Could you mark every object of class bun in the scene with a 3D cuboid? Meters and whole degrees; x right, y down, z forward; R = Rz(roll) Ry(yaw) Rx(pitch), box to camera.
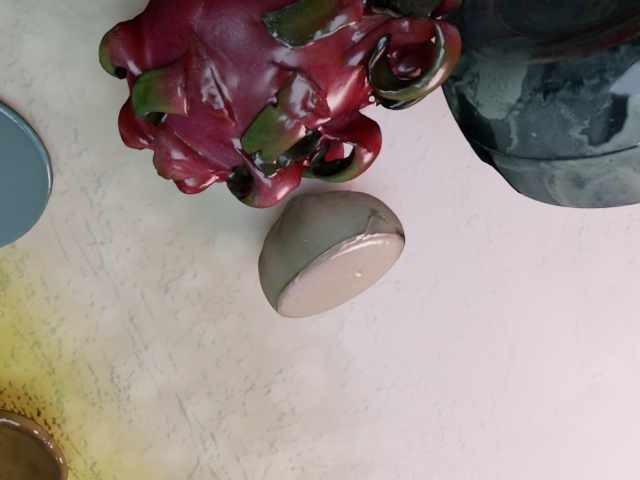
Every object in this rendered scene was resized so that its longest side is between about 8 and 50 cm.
[{"bbox_3d":[0.000,0.000,0.844,0.138,0.094,0.138,-26,155,-13],"label":"bun"}]

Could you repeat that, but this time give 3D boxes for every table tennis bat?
[{"bbox_3d":[-0.316,-0.086,0.763,0.149,0.038,0.237,-23,126,5],"label":"table tennis bat"}]

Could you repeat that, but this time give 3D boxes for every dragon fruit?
[{"bbox_3d":[-0.022,-0.129,0.691,0.272,0.219,0.198,8,151,10],"label":"dragon fruit"}]

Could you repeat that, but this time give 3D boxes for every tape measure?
[{"bbox_3d":[0.226,-0.147,0.698,0.275,0.256,0.147,-32,125,3],"label":"tape measure"}]

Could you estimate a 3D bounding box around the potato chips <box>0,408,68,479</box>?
[{"bbox_3d":[-0.350,0.230,0.927,0.195,0.062,0.208,15,115,-25],"label":"potato chips"}]
